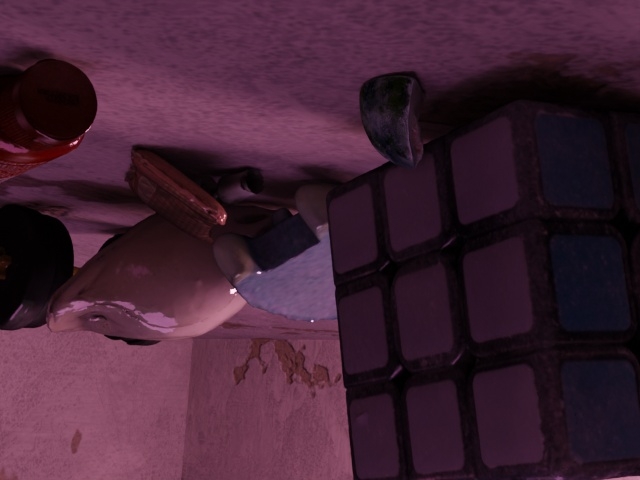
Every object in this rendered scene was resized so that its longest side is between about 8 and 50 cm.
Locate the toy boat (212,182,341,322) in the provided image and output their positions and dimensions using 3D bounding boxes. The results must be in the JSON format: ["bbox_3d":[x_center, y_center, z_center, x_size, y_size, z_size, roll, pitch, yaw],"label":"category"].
[{"bbox_3d":[0.000,0.000,1.431,0.215,0.123,0.330,-32,153,21],"label":"toy boat"}]

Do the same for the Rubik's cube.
[{"bbox_3d":[0.211,0.067,1.031,0.301,0.305,0.303,1,166,-31],"label":"Rubik's cube"}]

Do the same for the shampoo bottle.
[{"bbox_3d":[-0.304,-0.100,1.057,0.118,0.076,0.314,11,168,-33],"label":"shampoo bottle"}]

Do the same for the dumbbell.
[{"bbox_3d":[-0.362,0.058,1.713,0.185,0.185,0.388,-5,166,43],"label":"dumbbell"}]

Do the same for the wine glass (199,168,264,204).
[{"bbox_3d":[-0.104,-0.064,1.326,0.039,0.042,0.083,14,159,-41],"label":"wine glass"}]

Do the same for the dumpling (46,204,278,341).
[{"bbox_3d":[-0.197,0.056,1.561,0.181,0.341,0.260,45,164,4],"label":"dumpling"}]

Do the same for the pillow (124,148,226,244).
[{"bbox_3d":[-0.172,-0.050,1.323,0.135,0.034,0.211,39,167,-3],"label":"pillow"}]

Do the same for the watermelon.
[{"bbox_3d":[0.071,-0.104,0.959,0.061,0.085,0.085,-30,-172,-28],"label":"watermelon"}]
